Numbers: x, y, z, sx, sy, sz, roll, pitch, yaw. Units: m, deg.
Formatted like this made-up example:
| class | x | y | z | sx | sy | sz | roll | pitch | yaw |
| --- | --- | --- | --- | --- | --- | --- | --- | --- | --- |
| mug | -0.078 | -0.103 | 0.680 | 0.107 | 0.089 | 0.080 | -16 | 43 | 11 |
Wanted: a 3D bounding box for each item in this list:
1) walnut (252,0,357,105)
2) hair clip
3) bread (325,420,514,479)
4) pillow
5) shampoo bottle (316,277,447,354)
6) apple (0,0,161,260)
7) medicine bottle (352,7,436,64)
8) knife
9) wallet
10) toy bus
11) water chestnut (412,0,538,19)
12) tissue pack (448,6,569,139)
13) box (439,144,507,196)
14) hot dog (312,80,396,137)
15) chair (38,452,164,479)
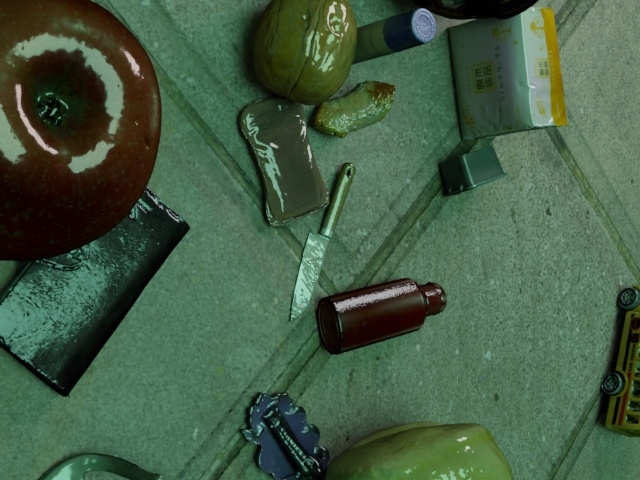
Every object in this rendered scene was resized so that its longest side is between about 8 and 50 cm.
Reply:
| class | x | y | z | sx | sy | sz | roll | pitch | yaw |
| --- | --- | --- | --- | --- | --- | --- | --- | --- | --- |
| walnut | -0.024 | -0.319 | 1.482 | 0.165 | 0.165 | 0.197 | 21 | 68 | -35 |
| hair clip | -0.053 | 0.331 | 1.508 | 0.195 | 0.052 | 0.124 | 54 | 54 | -17 |
| bread | 0.161 | 0.428 | 1.512 | 0.320 | 0.320 | 0.237 | -20 | 85 | -36 |
| pillow | -0.058 | -0.137 | 1.529 | 0.135 | 0.034 | 0.211 | -22 | 100 | -32 |
| shampoo bottle | 0.114 | 0.126 | 1.632 | 0.260 | 0.064 | 0.102 | -10 | 91 | -38 |
| apple | -0.366 | -0.143 | 1.137 | 0.348 | 0.277 | 0.349 | 1 | 88 | -38 |
| medicine bottle | 0.092 | -0.332 | 1.523 | 0.059 | 0.231 | 0.059 | 1 | 88 | -38 |
| knife | -0.001 | 0.000 | 1.577 | 0.047 | 0.017 | 0.298 | 25 | 77 | -32 |
| wallet | -0.326 | 0.046 | 1.308 | 0.172 | 0.045 | 0.318 | 48 | 61 | -28 |
| toy bus | 0.727 | 0.270 | 2.061 | 0.121 | 0.123 | 0.336 | 25 | 74 | -35 |
| water chestnut | 0.270 | -0.579 | 1.618 | 0.335 | 0.335 | 0.347 | -50 | 143 | -27 |
| tissue pack | 0.358 | -0.316 | 1.757 | 0.124 | 0.185 | 0.225 | -10 | 94 | -37 |
| box | 0.291 | -0.135 | 1.767 | 0.122 | 0.084 | 0.069 | -20 | 93 | -37 |
| hot dog | 0.056 | -0.224 | 1.599 | 0.169 | 0.061 | 0.078 | -23 | 71 | -16 |
| chair | -0.263 | 0.438 | 1.276 | 0.275 | 0.190 | 0.203 | 50 | 60 | -34 |
